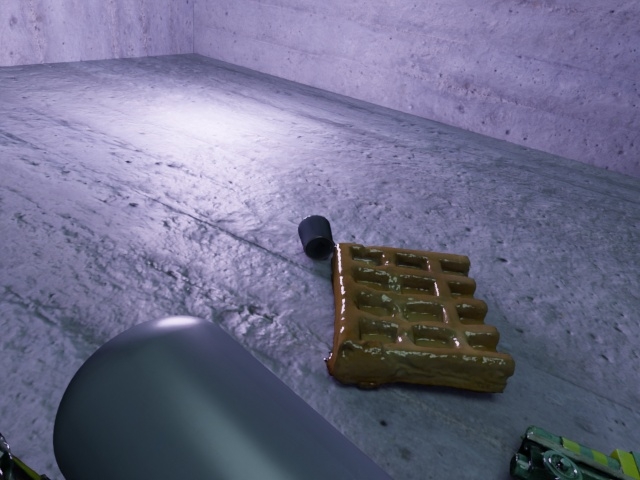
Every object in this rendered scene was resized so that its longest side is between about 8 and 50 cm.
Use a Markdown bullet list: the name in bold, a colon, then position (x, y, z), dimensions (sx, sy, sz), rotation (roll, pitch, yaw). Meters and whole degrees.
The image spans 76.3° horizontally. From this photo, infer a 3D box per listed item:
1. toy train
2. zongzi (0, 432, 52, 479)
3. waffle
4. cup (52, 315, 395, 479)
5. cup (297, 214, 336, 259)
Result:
- **toy train**: position (0.353, 0.316, 0.530), dimensions (0.200, 0.083, 0.132), rotation (22, 23, 17)
- **zongzi**: position (-0.419, 0.241, 0.325), dimensions (0.383, 0.362, 0.319), rotation (58, 22, 11)
- **waffle**: position (0.164, 0.126, 0.771), dimensions (0.305, 0.077, 0.348), rotation (8, 32, -3)
- **cup**: position (-0.094, 0.224, 0.391), dimensions (0.312, 0.205, 0.206), rotation (34, 39, 25)
- **cup**: position (0.000, 0.000, 0.933), dimensions (0.100, 0.078, 0.077), rotation (30, 27, -31)
